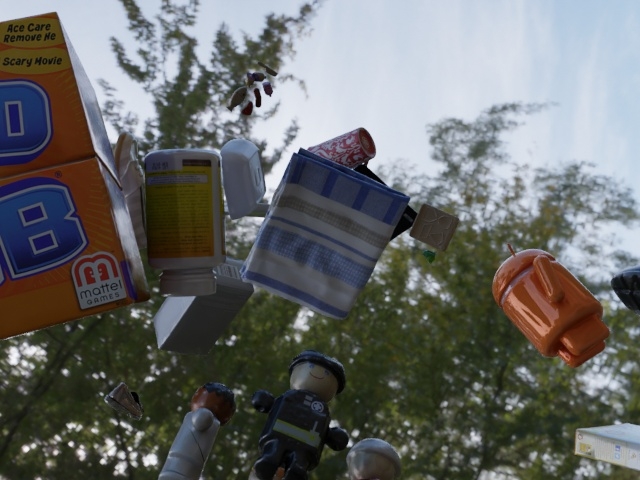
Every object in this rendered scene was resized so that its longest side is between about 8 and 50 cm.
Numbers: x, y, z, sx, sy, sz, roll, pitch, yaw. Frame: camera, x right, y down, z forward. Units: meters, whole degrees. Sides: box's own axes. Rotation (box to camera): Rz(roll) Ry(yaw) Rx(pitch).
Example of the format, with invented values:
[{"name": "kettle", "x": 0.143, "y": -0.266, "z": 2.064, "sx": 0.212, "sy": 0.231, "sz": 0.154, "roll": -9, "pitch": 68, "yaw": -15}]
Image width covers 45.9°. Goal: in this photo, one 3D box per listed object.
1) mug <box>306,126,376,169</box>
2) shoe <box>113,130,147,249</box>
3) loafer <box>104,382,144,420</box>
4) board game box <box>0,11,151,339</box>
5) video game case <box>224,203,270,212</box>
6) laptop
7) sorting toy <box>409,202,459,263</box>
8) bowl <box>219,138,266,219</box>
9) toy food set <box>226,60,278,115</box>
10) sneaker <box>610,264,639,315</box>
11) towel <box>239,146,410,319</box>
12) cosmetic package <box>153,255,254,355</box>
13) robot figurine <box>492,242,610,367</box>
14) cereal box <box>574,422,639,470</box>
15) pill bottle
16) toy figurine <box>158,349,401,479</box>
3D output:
[{"name": "mug", "x": 0.069, "y": -0.233, "z": 2.080, "sx": 0.150, "sy": 0.169, "sz": 0.113, "roll": 21, "pitch": -126, "yaw": -50}, {"name": "shoe", "x": -0.337, "y": -0.086, "z": 1.357, "sx": 0.058, "sy": 0.076, "sz": 0.219, "roll": 3, "pitch": -75, "yaw": -2}, {"name": "loafer", "x": -0.300, "y": 0.254, "z": 1.192, "sx": 0.039, "sy": 0.045, "sz": 0.125, "roll": -54, "pitch": -16, "yaw": -14}, {"name": "board game box", "x": -0.454, "y": -0.041, "z": 1.008, "sx": 0.356, "sy": 0.356, "sz": 0.356, "roll": -15, "pitch": -91, "yaw": -10}, {"name": "video game case", "x": -0.153, "y": -0.073, "z": 1.851, "sx": 0.212, "sy": 0.193, "sz": 0.023, "roll": 2, "pitch": -91, "yaw": -37}, {"name": "laptop", "x": 0.075, "y": -0.091, "z": 1.889, "sx": 0.234, "sy": 0.264, "sz": 0.136, "roll": 40, "pitch": -97, "yaw": -30}, {"name": "sorting toy", "x": 0.168, "y": -0.008, "z": 1.154, "sx": 0.083, "sy": 0.062, "sz": 0.012, "roll": -68, "pitch": -11, "yaw": 12}, {"name": "bowl", "x": -0.144, "y": -0.120, "z": 1.439, "sx": 0.142, "sy": 0.053, "sz": 0.142, "roll": -64, "pitch": -32, "yaw": -68}, {"name": "toy food set", "x": -0.140, "y": -0.315, "z": 1.612, "sx": 0.078, "sy": 0.019, "sz": 0.122, "roll": 25, "pitch": -77, "yaw": -38}, {"name": "sneaker", "x": 0.517, "y": 0.052, "z": 1.019, "sx": 0.106, "sy": 0.267, "sz": 0.101, "roll": -44, "pitch": -76, "yaw": -23}, {"name": "towel", "x": 0.000, "y": 0.000, "z": 1.258, "sx": 0.034, "sy": 0.209, "sz": 0.285, "roll": -72, "pitch": 7, "yaw": -55}, {"name": "cosmetic package", "x": -0.263, "y": 0.144, "z": 1.678, "sx": 0.127, "sy": 0.107, "sz": 0.238, "roll": 16, "pitch": -51, "yaw": -36}, {"name": "robot figurine", "x": 0.371, "y": 0.101, "z": 1.238, "sx": 0.158, "sy": 0.219, "sz": 0.128, "roll": 15, "pitch": -60, "yaw": -48}, {"name": "cereal box", "x": 0.540, "y": 0.328, "z": 1.154, "sx": 0.173, "sy": 0.240, "sz": 0.047, "roll": 8, "pitch": -94, "yaw": -39}, {"name": "pill bottle", "x": -0.202, "y": -0.026, "z": 1.132, "sx": 0.117, "sy": 0.117, "sz": 0.215, "roll": -3, "pitch": -89, "yaw": -47}, {"name": "toy figurine", "x": -0.041, "y": 0.231, "z": 0.780, "sx": 0.213, "sy": 0.209, "sz": 0.148, "roll": 56, "pitch": -147, "yaw": -26}]
